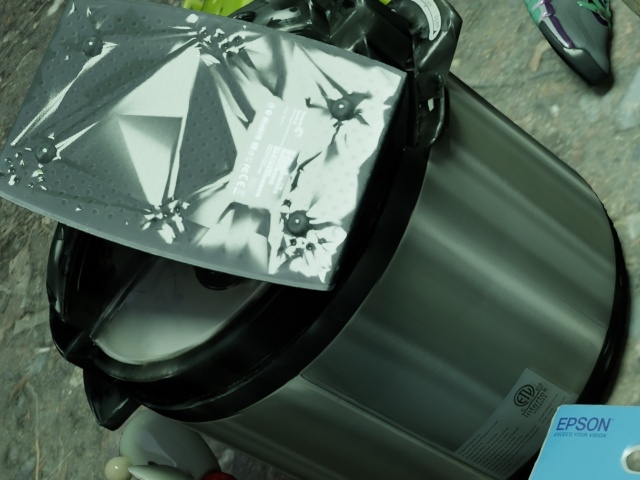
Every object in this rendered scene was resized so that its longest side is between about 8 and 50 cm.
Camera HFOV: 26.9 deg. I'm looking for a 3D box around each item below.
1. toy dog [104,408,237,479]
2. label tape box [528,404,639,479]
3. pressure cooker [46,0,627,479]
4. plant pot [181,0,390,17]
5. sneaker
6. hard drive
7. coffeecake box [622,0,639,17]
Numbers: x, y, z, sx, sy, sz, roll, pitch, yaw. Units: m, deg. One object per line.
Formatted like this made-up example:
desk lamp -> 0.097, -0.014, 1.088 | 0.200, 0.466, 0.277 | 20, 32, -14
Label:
toy dog -> -0.100, 0.285, 1.148 | 0.161, 0.220, 0.334 | -23, 22, -30
label tape box -> 0.232, 0.288, 0.872 | 0.249, 0.115, 0.347 | -6, 57, 48
pressure cooker -> 0.003, 0.002, 1.097 | 0.376, 0.420, 0.369 | -9, 58, 47
plant pot -> -0.050, -0.178, 1.482 | 0.207, 0.227, 0.228 | -25, 46, 46
sneaker -> 0.250, -0.243, 1.287 | 0.098, 0.083, 0.223 | -36, 39, 19
hard drive -> -0.081, -0.065, 0.899 | 0.255, 0.054, 0.172 | 16, 76, 18
coffeecake box -> 0.333, -0.210, 1.067 | 0.068, 0.185, 0.142 | 5, 68, 52
